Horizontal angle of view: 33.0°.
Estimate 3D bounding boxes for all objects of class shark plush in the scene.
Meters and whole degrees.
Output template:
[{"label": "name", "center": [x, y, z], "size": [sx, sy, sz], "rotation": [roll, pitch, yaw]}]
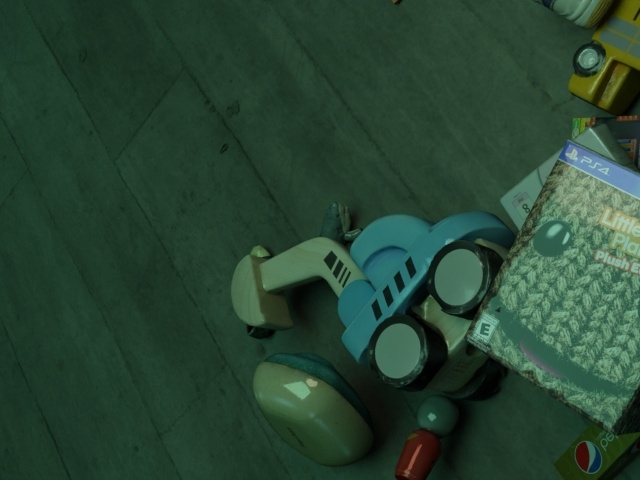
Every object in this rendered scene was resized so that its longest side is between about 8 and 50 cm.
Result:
[{"label": "shark plush", "center": [0.000, 0.000, 1.876], "size": [0.161, 0.067, 0.073], "rotation": [-46, 58, 24]}]

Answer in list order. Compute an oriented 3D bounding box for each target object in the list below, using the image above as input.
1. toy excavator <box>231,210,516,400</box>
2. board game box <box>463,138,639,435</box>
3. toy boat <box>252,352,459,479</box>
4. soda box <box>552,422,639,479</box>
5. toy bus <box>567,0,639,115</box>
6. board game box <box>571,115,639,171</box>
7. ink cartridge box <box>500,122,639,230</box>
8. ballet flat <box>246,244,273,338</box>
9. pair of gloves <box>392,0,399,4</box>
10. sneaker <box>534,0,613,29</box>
[{"label": "toy excavator", "center": [0.090, 0.073, 1.702], "size": [0.433, 0.222, 0.445], "rotation": [-52, 51, 19]}, {"label": "board game box", "center": [0.362, 0.060, 1.359], "size": [0.232, 0.141, 0.291], "rotation": [31, 100, 31]}, {"label": "toy boat", "center": [0.057, 0.276, 1.706], "size": [0.318, 0.267, 0.148], "rotation": [15, 61, 28]}, {"label": "soda box", "center": [0.402, 0.274, 1.483], "size": [0.061, 0.058, 0.181], "rotation": [56, 130, 31]}, {"label": "toy bus", "center": [0.483, -0.328, 1.507], "size": [0.130, 0.108, 0.333], "rotation": [35, 105, 36]}, {"label": "board game box", "center": [0.429, -0.092, 1.552], "size": [0.141, 0.048, 0.170], "rotation": [1, 84, 41]}, {"label": "ink cartridge box", "center": [0.386, -0.019, 1.509], "size": [0.189, 0.066, 0.232], "rotation": [-42, 72, 40]}, {"label": "ballet flat", "center": [-0.110, 0.093, 1.963], "size": [0.057, 0.049, 0.173], "rotation": [-12, 75, 37]}, {"label": "pair of gloves", "center": [0.138, -0.458, 1.873], "size": [0.083, 0.010, 0.074], "rotation": [-43, 57, 23]}, {"label": "sneaker", "center": [0.325, -0.410, 1.570], "size": [0.112, 0.130, 0.296], "rotation": [-61, 21, 19]}]
